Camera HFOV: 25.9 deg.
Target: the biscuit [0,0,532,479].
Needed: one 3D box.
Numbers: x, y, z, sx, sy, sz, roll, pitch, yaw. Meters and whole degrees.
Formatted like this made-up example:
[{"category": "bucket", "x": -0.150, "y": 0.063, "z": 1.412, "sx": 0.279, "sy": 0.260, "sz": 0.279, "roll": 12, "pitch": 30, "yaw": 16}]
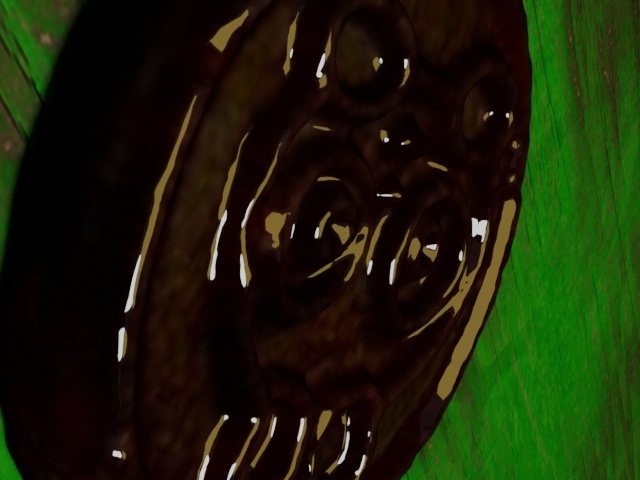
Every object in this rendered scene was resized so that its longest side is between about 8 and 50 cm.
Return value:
[{"category": "biscuit", "x": 0.000, "y": 0.000, "z": 0.742, "sx": 0.407, "sy": 0.091, "sz": 0.407, "roll": -37, "pitch": 137, "yaw": -46}]
